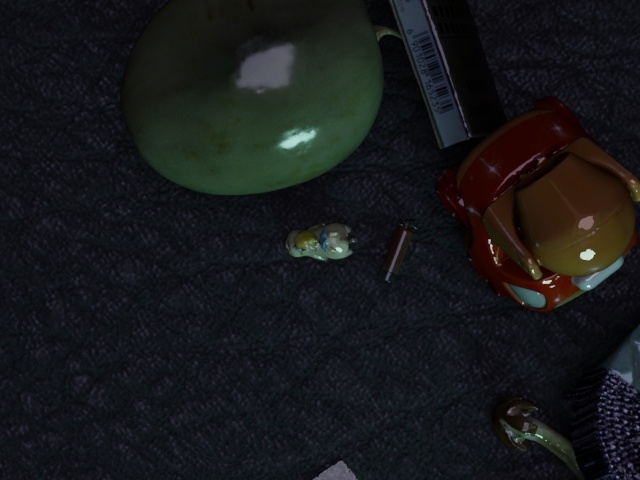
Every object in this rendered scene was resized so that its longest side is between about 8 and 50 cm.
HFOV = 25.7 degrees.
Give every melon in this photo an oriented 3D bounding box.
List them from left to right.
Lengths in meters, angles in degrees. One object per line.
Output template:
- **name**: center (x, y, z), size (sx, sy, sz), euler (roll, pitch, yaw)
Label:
- **melon**: center (-0.068, -0.178, 1.554), size (0.308, 0.272, 0.272), euler (-44, 91, 3)

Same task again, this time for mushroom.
- **mushroom**: center (0.281, 0.254, 1.655), size (0.187, 0.061, 0.060), euler (39, 83, -5)

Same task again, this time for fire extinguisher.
- **fire extinguisher**: center (0.094, 0.011, 1.669), size (0.028, 0.022, 0.083), euler (23, 87, -39)

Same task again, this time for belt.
- **belt**: center (0.443, 0.200, 1.596), size (0.325, 0.122, 0.260), euler (-36, 79, -17)

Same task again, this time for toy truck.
- **toy truck**: center (0.266, -0.015, 1.542), size (0.189, 0.239, 0.265), euler (-37, 132, -2)

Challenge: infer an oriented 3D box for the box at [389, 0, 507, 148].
- **box**: center (0.126, -0.267, 1.596), size (0.047, 0.180, 0.324), euler (-18, 90, 23)

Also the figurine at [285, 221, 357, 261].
- **figurine**: center (0.000, 0.000, 1.652), size (0.083, 0.050, 0.047), euler (-8, 84, -2)

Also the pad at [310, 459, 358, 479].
- **pad**: center (-0.024, 0.390, 1.667), size (0.235, 0.003, 0.158), euler (-35, 90, -2)
